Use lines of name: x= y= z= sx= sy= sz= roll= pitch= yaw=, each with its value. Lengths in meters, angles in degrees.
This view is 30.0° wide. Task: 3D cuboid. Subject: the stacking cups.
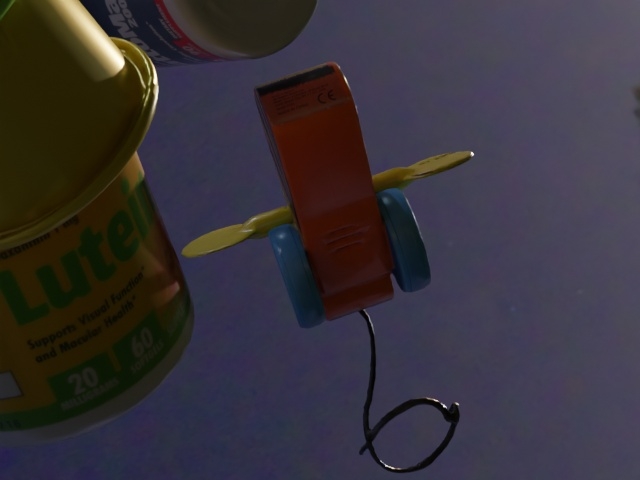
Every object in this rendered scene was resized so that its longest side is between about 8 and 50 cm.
stacking cups: x=-0.159 y=-0.124 z=0.298 sx=0.316 sy=0.096 sz=0.096 roll=55 pitch=-147 yaw=-44

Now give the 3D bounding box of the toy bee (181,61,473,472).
toy bee: x=0.000 y=0.000 z=0.830 sx=0.195 sy=0.298 sz=0.162 roll=-1 pitch=-149 yaw=-15

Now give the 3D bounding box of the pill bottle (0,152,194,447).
pill bottle: x=-0.155 y=-0.037 z=0.539 sx=0.136 sy=0.136 sz=0.245 roll=-63 pitch=-35 yaw=-46

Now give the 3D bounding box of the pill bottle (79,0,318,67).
pill bottle: x=-0.091 y=-0.159 z=0.725 sx=0.108 sy=0.180 sz=0.108 roll=-4 pitch=-84 yaw=-36
